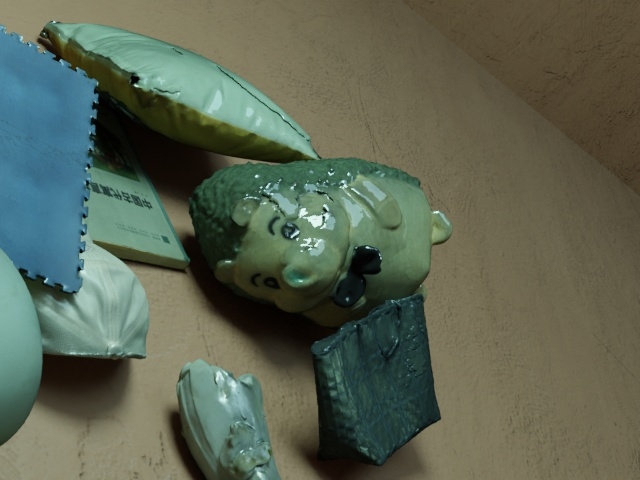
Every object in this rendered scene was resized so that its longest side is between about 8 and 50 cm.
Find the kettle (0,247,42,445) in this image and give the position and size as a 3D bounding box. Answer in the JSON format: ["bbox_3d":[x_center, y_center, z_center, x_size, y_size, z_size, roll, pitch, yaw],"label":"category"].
[{"bbox_3d":[-0.402,0.082,0.873,0.265,0.205,0.318,53,29,10],"label":"kettle"}]

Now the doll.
[{"bbox_3d":[0.000,0.000,1.551,0.349,0.247,0.247,13,39,-35],"label":"doll"}]

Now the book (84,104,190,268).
[{"bbox_3d":[-0.289,-0.088,1.492,0.214,0.025,0.283,14,38,-50],"label":"book"}]

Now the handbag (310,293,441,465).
[{"bbox_3d":[0.069,0.169,1.467,0.270,0.088,0.175,-21,109,-58],"label":"handbag"}]

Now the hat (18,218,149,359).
[{"bbox_3d":[-0.259,0.012,1.234,0.219,0.164,0.226,7,79,-53],"label":"hat"}]

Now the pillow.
[{"bbox_3d":[-0.193,-0.200,1.622,0.312,0.119,0.310,18,7,-40],"label":"pillow"}]

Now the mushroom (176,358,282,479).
[{"bbox_3d":[-0.069,0.247,1.258,0.096,0.099,0.278,-16,68,-47],"label":"mushroom"}]

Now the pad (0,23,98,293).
[{"bbox_3d":[-0.324,-0.106,1.130,0.269,0.012,0.269,30,47,-39],"label":"pad"}]
